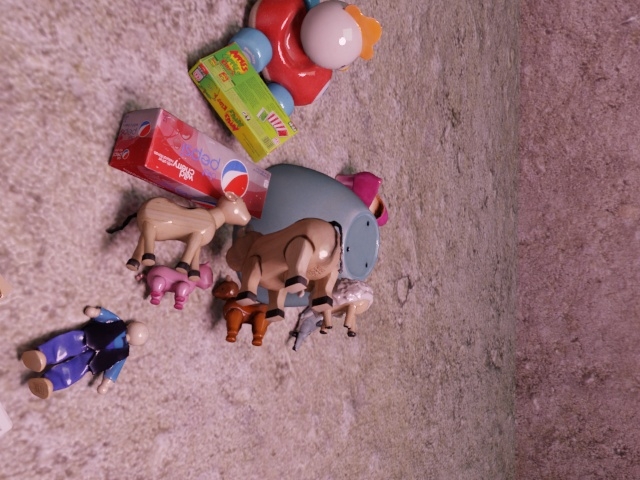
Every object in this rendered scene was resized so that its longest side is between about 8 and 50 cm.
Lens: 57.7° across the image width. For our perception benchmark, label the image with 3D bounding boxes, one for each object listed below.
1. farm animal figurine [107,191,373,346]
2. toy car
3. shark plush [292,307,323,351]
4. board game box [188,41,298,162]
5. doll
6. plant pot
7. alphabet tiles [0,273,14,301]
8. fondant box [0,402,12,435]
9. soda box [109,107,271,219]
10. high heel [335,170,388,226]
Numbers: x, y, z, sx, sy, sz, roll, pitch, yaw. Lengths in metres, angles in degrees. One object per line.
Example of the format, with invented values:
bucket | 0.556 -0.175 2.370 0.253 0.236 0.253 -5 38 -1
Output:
farm animal figurine | -0.106 0.026 0.924 0.330 0.326 0.172 57 33 -52
toy car | 0.005 -0.341 1.034 0.219 0.238 0.210 -55 137 -33
shark plush | -0.014 0.173 1.259 0.161 0.067 0.073 -33 123 -48
board game box | -0.126 -0.230 0.971 0.181 0.043 0.092 54 48 -11
doll | -0.322 0.160 0.829 0.189 0.046 0.129 -23 106 -58
plant pot | 0.000 0.000 1.133 0.290 0.195 0.290 -16 109 -54
alphabet tiles | -0.467 0.099 0.641 0.237 0.009 0.198 -54 137 -34
fondant box | -0.497 0.177 0.524 0.330 0.096 0.238 -38 127 -43
soda box | -0.195 -0.112 0.926 0.263 0.083 0.092 26 73 -54
high heel | 0.137 -0.092 1.380 0.244 0.117 0.082 45 60 -49
